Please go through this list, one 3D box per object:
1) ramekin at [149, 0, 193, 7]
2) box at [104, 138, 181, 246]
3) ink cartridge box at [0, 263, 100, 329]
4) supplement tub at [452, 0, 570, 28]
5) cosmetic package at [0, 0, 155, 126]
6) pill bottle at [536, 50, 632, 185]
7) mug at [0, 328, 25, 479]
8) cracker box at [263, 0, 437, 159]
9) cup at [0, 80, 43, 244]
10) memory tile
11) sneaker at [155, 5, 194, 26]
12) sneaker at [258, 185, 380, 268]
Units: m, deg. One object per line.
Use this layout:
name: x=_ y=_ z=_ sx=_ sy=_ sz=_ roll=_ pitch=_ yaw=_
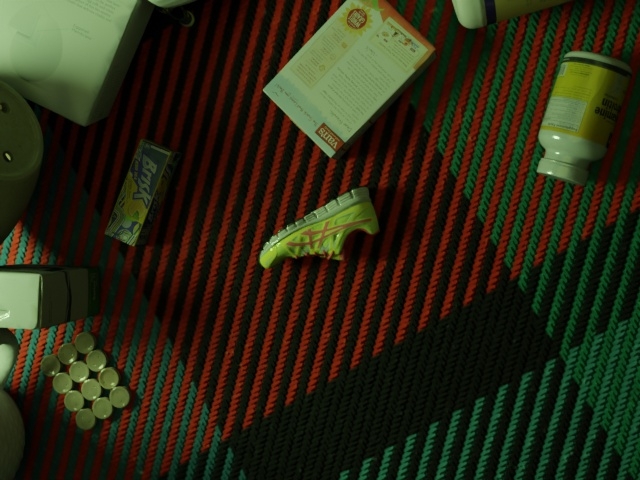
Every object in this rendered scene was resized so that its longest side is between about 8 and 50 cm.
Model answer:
ramekin: x=-0.227 y=-0.486 z=1.328 sx=0.135 sy=0.277 sz=0.277 roll=-19 pitch=89 yaw=18
box: x=-0.291 y=-0.078 z=1.456 sx=0.059 sy=0.054 sz=0.169 roll=23 pitch=95 yaw=8
ink cartridge box: x=-0.464 y=0.085 z=1.412 sx=0.153 sy=0.208 sz=0.087 roll=2 pitch=92 yaw=9
supplement tub: x=0.331 y=-0.455 z=1.244 sx=0.331 sy=0.241 sz=0.241 roll=-14 pitch=89 yaw=10
cosmetic package: x=-0.409 y=-0.335 z=1.393 sx=0.224 sy=0.138 sz=0.224 roll=26 pitch=106 yaw=-5
pill bottle: x=0.384 y=-0.179 z=1.312 sx=0.103 sy=0.103 sz=0.184 roll=18 pitch=95 yaw=9
mug: x=-0.595 y=0.294 z=1.381 sx=0.276 sy=0.328 sz=0.374 roll=32 pitch=96 yaw=7
cracker box: x=0.047 y=-0.261 z=1.386 sx=0.232 sy=0.067 sz=0.156 roll=-45 pitch=84 yaw=7
cup: x=-0.555 y=-0.124 z=1.328 sx=0.237 sy=0.331 sz=0.331 roll=-23 pitch=88 yaw=31
memory tile: x=-0.397 y=0.238 z=1.505 sx=0.113 sy=0.012 sz=0.148 roll=-35 pitch=85 yaw=9
sneaker: x=-0.243 y=-0.381 z=1.447 sx=0.083 sy=0.035 sz=0.031 roll=32 pitch=96 yaw=7
sneaker: x=0.000 y=0.000 z=1.395 sx=0.208 sy=0.081 sz=0.094 roll=-29 pitch=89 yaw=9
